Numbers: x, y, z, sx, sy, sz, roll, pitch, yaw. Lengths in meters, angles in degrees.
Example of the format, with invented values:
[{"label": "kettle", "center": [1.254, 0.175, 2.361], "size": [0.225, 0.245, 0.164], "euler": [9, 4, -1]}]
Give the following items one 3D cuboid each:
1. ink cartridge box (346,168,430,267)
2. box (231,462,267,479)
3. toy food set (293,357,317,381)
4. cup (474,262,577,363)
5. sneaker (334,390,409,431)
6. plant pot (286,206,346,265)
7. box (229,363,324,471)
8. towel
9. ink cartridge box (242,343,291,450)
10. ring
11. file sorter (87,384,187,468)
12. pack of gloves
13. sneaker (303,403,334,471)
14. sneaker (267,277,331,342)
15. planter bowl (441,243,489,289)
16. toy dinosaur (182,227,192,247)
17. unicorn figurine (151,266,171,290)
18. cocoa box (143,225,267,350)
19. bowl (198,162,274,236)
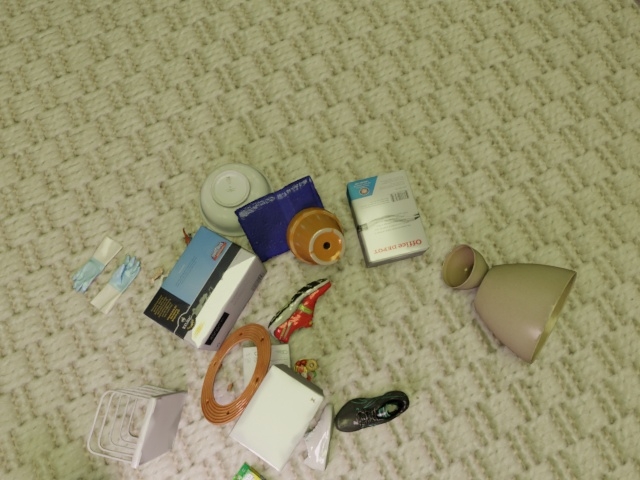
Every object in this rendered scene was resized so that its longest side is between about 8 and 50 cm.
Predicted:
[{"label": "ink cartridge box", "center": [0.239, -0.076, 1.645], "size": [0.223, 0.129, 0.308], "euler": [-14, 76, -3]}, {"label": "box", "center": [-0.212, 0.828, 1.467], "size": [0.179, 0.043, 0.105], "euler": [35, 78, 10]}, {"label": "toy food set", "center": [-0.053, 0.453, 1.570], "size": [0.083, 0.020, 0.083], "euler": [7, 76, 2]}, {"label": "cup", "center": [0.661, 0.207, 1.501], "size": [0.236, 0.331, 0.331], "euler": [27, 76, 32]}, {"label": "sneaker", "center": [0.171, 0.567, 1.497], "size": [0.267, 0.106, 0.101], "euler": [-21, 78, -3]}, {"label": "plant pot", "center": [0.000, 0.000, 1.558], "size": [0.205, 0.188, 0.205], "euler": [-4, 104, -16]}, {"label": "box", "center": [-0.113, 0.501, 1.328], "size": [0.168, 0.345, 0.215], "euler": [31, 77, 8]}, {"label": "towel", "center": [-0.132, -0.078, 1.643], "size": [0.308, 0.076, 0.228], "euler": [-26, 108, -9]}, {"label": "ink cartridge box", "center": [-0.176, 0.527, 1.531], "size": [0.165, 0.065, 0.333], "euler": [-3, 74, -1]}, {"label": "ring", "center": [-0.271, 0.429, 1.461], "size": [0.032, 0.336, 0.337], "euler": [39, 76, -32]}, {"label": "file sorter", "center": [-0.570, 0.566, 1.416], "size": [0.172, 0.278, 0.193], "euler": [11, 76, 5]}, {"label": "pack of gloves", "center": [-0.793, 0.121, 1.650], "size": [0.195, 0.046, 0.232], "euler": [32, 78, 7]}, {"label": "sneaker", "center": [-0.009, 0.649, 1.497], "size": [0.094, 0.080, 0.212], "euler": [8, 77, 15]}, {"label": "sneaker", "center": [-0.058, 0.248, 1.598], "size": [0.279, 0.107, 0.118], "euler": [-43, 98, -6]}, {"label": "planter bowl", "center": [0.527, 0.106, 1.596], "size": [0.109, 0.162, 0.162], "euler": [21, 75, -22]}, {"label": "toy dinosaur", "center": [-0.491, 0.013, 1.665], "size": [0.047, 0.090, 0.082], "euler": [-30, 45, 9]}, {"label": "unicorn figurine", "center": [-0.558, 0.180, 1.631], "size": [0.111, 0.060, 0.162], "euler": [-43, 63, -9]}, {"label": "cocoa box", "center": [-0.380, 0.169, 1.535], "size": [0.227, 0.231, 0.347], "euler": [28, 77, 10]}, {"label": "bowl", "center": [-0.322, -0.173, 1.674], "size": [0.297, 0.134, 0.298], "euler": [0, 76, 0]}]
